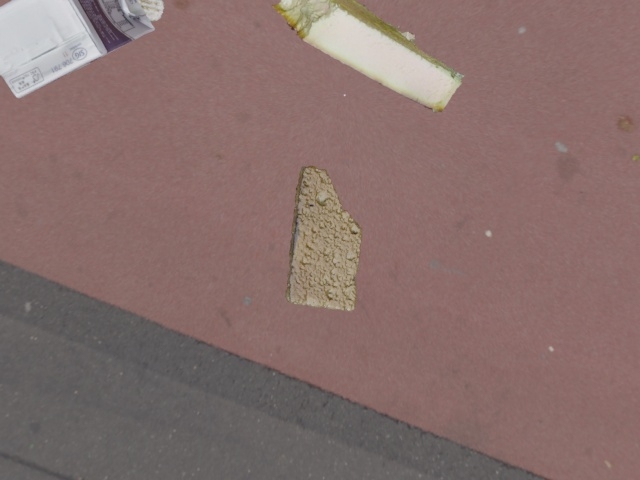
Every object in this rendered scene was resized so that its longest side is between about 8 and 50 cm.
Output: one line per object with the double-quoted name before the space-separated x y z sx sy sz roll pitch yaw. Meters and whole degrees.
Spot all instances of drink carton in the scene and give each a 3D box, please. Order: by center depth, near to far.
"drink carton" -0.330 -0.284 0.827 0.134 0.222 0.102 -23 113 14

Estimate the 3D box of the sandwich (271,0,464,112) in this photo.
"sandwich" 0.045 -0.220 0.687 0.193 0.162 0.058 46 118 26

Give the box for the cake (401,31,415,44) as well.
"cake" 0.187 -0.518 1.638 0.140 0.055 0.051 8 103 41

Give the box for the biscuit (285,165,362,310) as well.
"biscuit" 0.010 -0.003 1.062 0.131 0.026 0.237 11 79 -27

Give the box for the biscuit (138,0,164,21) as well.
"biscuit" -0.621 -0.649 1.585 0.426 0.144 0.078 0 124 -37
